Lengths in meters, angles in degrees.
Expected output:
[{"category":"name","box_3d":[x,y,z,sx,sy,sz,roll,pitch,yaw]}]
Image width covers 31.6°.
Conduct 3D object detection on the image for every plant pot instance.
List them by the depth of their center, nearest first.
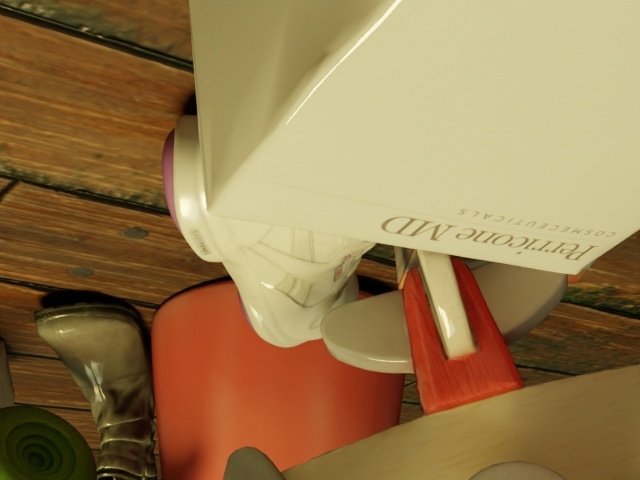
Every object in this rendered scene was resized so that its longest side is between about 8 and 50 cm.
[{"category":"plant pot","box_3d":[-0.044,0.198,1.110,0.275,0.243,0.275,1,154,1]}]

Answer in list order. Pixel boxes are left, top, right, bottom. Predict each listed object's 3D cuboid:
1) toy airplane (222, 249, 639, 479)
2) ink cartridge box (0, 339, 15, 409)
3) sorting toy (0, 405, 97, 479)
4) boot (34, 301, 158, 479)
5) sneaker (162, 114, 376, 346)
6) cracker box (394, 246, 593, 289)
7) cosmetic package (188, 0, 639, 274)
[{"category":"toy airplane","box_3d":[0.123,0.162,0.739,0.384,0.386,0.272,29,174,11]},{"category":"ink cartridge box","box_3d":[-0.386,0.188,1.089,0.134,0.231,0.078,-3,116,-2]},{"category":"sorting toy","box_3d":[-0.250,0.152,0.996,0.126,0.365,0.127,-51,174,30]},{"category":"boot","box_3d":[-0.209,0.163,1.131,0.084,0.161,0.246,-9,157,10]},{"category":"sneaker","box_3d":[0.000,0.000,0.835,0.152,0.114,0.305,-8,157,13]},{"category":"cracker box","box_3d":[0.147,-0.034,0.843,0.156,0.067,0.232,-2,158,-6]},{"category":"cosmetic package","box_3d":[0.123,-0.146,0.405,0.217,0.156,0.385,8,147,-28]}]
